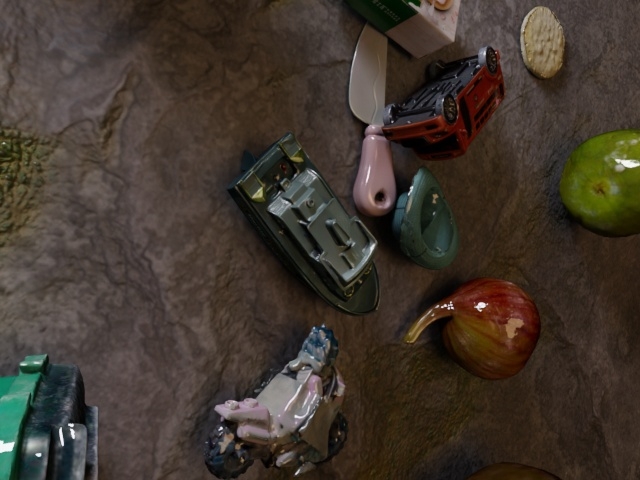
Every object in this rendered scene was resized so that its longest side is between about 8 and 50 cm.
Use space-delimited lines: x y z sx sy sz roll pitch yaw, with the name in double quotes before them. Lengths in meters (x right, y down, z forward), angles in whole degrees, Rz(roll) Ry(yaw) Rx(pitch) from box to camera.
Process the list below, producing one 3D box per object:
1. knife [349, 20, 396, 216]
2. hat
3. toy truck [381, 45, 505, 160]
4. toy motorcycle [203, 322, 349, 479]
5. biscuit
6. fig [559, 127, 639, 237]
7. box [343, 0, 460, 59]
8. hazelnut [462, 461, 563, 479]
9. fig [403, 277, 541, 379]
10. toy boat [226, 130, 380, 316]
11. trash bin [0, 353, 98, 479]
"knife" 0.077 -0.205 0.790 0.081 0.043 0.335 0 86 -30
"hat" 0.159 -0.031 0.819 0.191 0.078 0.138 50 53 -39
"toy truck" 0.206 -0.211 0.805 0.252 0.107 0.114 -49 124 -34
"toy motorcycle" -0.038 0.210 0.688 0.239 0.108 0.204 11 91 -59
"biscuit" 0.462 -0.408 1.041 0.152 0.020 0.152 -2 93 -34
"fig" 0.653 -0.108 1.068 0.314 0.233 0.233 17 83 -38
"box" 0.125 -0.394 0.771 0.199 0.081 0.135 22 73 -36
"hazelnut" 0.332 0.592 0.796 0.421 0.352 0.420 24 37 -19
"fig" 0.265 0.135 0.864 0.207 0.175 0.175 26 77 -12
"toy boat" 0.001 -0.001 0.688 0.114 0.122 0.296 -49 117 -23
"trash bin" -0.377 0.225 0.374 0.381 0.295 0.259 6 89 -24
